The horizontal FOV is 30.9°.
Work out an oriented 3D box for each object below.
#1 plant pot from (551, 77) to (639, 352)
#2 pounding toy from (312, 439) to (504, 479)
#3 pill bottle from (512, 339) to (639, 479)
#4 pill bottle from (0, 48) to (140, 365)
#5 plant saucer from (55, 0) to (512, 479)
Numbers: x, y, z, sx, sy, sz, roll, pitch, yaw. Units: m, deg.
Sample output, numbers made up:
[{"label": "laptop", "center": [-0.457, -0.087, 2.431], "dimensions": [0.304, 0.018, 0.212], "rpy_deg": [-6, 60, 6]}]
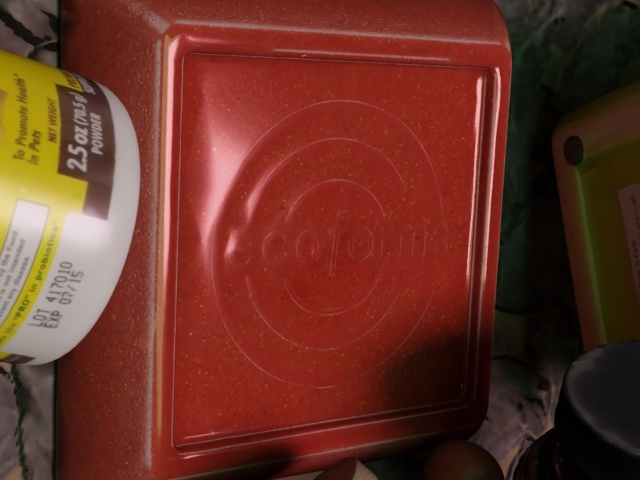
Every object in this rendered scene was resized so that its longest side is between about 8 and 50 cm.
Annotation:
[{"label": "plant pot", "center": [0.262, -0.002, 0.630], "dimensions": [0.207, 0.227, 0.228], "rpy_deg": [-5, 83, -27]}, {"label": "pounding toy", "center": [0.018, 0.205, 0.529], "dimensions": [0.155, 0.154, 0.269], "rpy_deg": [40, 74, -3]}, {"label": "pill bottle", "center": [0.147, 0.164, 0.564], "dimensions": [0.123, 0.123, 0.219], "rpy_deg": [-16, 125, -32]}, {"label": "pill bottle", "center": [-0.180, -0.029, 0.402], "dimensions": [0.215, 0.117, 0.117], "rpy_deg": [15, 89, -36]}, {"label": "plant saucer", "center": [0.000, 0.000, 0.576], "dimensions": [0.258, 0.047, 0.259], "rpy_deg": [-3, 99, -34]}]
